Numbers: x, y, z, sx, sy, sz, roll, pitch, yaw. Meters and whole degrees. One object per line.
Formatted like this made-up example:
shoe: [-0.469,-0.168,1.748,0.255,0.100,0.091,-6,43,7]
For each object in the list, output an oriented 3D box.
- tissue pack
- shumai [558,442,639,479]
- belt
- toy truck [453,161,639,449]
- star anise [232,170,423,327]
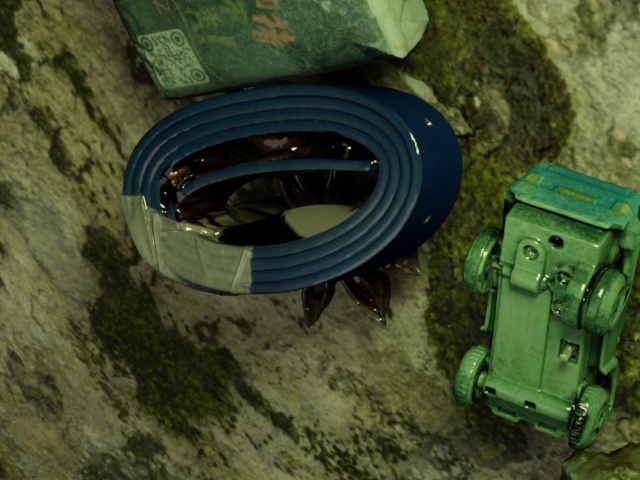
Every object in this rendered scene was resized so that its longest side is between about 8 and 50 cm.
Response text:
tissue pack: [-0.073,-0.267,1.800,0.315,0.103,0.228,-6,120,38]
shumai: [0.430,0.309,1.742,0.348,0.395,0.395,-27,109,1]
belt: [-0.030,-0.054,1.855,0.346,0.117,0.213,-8,93,27]
toy truck: [0.234,0.070,1.800,0.155,0.156,0.279,19,131,22]
star anise: [-0.001,0.000,1.961,0.262,0.081,0.230,-30,103,33]
